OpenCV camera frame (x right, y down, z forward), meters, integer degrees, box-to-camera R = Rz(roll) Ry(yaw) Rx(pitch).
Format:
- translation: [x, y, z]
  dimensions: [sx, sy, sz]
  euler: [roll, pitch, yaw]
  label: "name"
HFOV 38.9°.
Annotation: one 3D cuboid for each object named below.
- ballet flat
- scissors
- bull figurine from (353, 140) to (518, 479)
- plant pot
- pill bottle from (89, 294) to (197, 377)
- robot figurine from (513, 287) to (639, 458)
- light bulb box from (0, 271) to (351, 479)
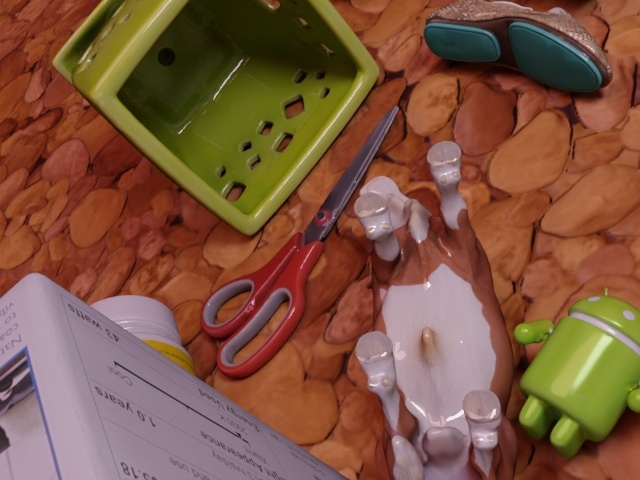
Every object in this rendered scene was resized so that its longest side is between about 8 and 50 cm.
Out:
- translation: [0.183, -0.187, 0.815]
  dimensions: [0.067, 0.073, 0.206]
  euler: [-43, 45, -20]
  label: "ballet flat"
- translation: [0.000, 0.000, 0.842]
  dimensions: [0.297, 0.021, 0.109]
  euler: [-46, 41, -4]
  label: "scissors"
- translation: [0.077, 0.052, 0.641]
  dimensions: [0.101, 0.188, 0.310]
  euler: [-13, 56, 8]
  label: "bull figurine"
- translation: [-0.119, -0.175, 0.918]
  dimensions: [0.227, 0.228, 0.207]
  euler: [-51, 38, -7]
  label: "plant pot"
- translation: [-0.157, 0.154, 0.765]
  dimensions: [0.119, 0.119, 0.208]
  euler: [-31, 45, 13]
  label: "pill bottle"
- translation: [0.179, 0.087, 0.607]
  dimensions: [0.101, 0.067, 0.115]
  euler: [30, 79, 36]
  label: "robot figurine"
- translation: [-0.055, 0.267, 0.432]
  dimensions: [0.225, 0.358, 0.361]
  euler: [-42, 42, 5]
  label: "light bulb box"
